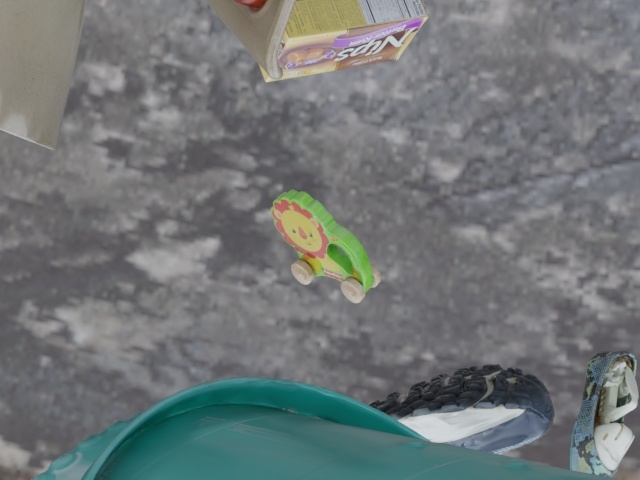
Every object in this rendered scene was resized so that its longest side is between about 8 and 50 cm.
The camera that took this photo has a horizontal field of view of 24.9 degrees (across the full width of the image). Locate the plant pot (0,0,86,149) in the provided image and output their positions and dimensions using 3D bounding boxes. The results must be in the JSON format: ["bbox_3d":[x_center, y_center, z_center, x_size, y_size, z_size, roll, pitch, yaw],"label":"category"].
[{"bbox_3d":[-0.268,-0.239,1.062,0.257,0.274,0.256,21,179,0],"label":"plant pot"}]

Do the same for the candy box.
[{"bbox_3d":[0.024,-0.251,1.751,0.187,0.053,0.109,-11,161,-23],"label":"candy box"}]

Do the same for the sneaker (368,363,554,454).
[{"bbox_3d":[0.049,0.176,1.013,0.283,0.122,0.110,-25,180,30],"label":"sneaker"}]

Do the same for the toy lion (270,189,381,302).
[{"bbox_3d":[0.000,0.000,1.286,0.100,0.034,0.096,19,139,40],"label":"toy lion"}]

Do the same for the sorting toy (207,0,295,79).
[{"bbox_3d":[-0.060,-0.289,1.213,0.041,0.307,0.229,8,112,-23],"label":"sorting toy"}]

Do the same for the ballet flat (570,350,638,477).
[{"bbox_3d":[0.320,0.199,1.611,0.070,0.188,0.070,9,146,6],"label":"ballet flat"}]

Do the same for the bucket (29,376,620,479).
[{"bbox_3d":[0.005,0.185,0.481,0.183,0.281,0.281,11,159,43],"label":"bucket"}]
